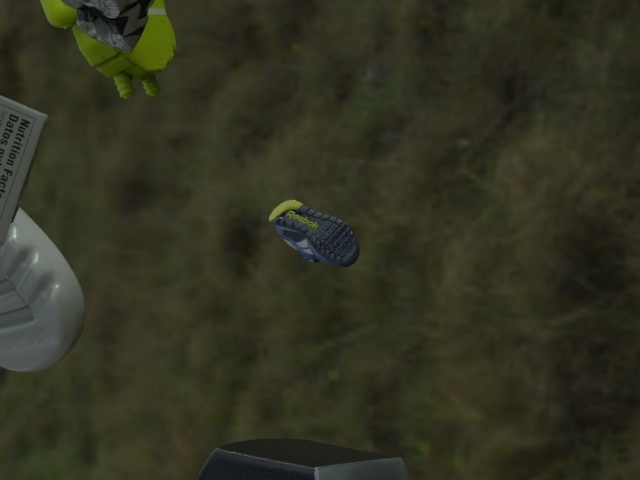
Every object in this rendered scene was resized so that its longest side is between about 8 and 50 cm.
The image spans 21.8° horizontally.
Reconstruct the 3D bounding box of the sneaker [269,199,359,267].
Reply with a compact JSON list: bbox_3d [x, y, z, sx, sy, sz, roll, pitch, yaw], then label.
[{"bbox_3d":[0.000,0.000,2.038,0.144,0.053,0.059,33,156,42],"label":"sneaker"}]

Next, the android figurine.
[{"bbox_3d":[-0.263,-0.304,2.046,0.056,0.248,0.273,-21,90,26],"label":"android figurine"}]

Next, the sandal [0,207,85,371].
[{"bbox_3d":[-0.341,-0.069,1.447,0.169,0.102,0.416,-31,93,32],"label":"sandal"}]

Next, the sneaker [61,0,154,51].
[{"bbox_3d":[-0.221,-0.318,1.848,0.235,0.094,0.153,62,-130,-72],"label":"sneaker"}]

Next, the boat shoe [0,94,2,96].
[{"bbox_3d":[-0.383,-0.160,1.688,0.096,0.098,0.277,-23,76,28],"label":"boat shoe"}]

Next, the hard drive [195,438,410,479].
[{"bbox_3d":[-0.011,0.260,1.855,0.254,0.172,0.054,9,-92,-64],"label":"hard drive"}]

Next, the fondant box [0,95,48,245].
[{"bbox_3d":[-0.374,-0.101,1.036,0.238,0.330,0.096,12,80,48],"label":"fondant box"}]
